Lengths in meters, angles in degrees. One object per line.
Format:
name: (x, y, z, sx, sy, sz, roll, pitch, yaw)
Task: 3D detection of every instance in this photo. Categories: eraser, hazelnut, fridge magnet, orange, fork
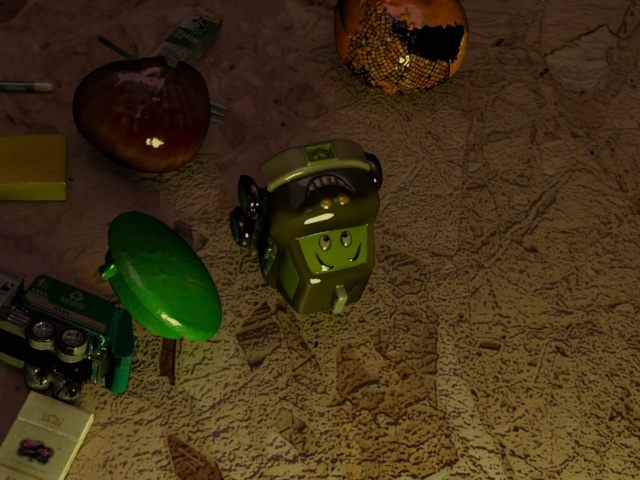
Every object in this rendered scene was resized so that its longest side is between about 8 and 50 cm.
eraser: (-0.435, -0.108, 1.703, 0.122, 0.045, 0.097, 0, 56, -10)
hazelnut: (-0.263, -0.191, 1.711, 0.204, 0.178, 0.178, 16, 54, -12)
fridge magnet: (-0.213, 0.051, 1.562, 0.088, 0.208, 0.208, -39, 61, 17)
orange: (0.133, -0.349, 1.894, 0.234, 0.182, 0.234, 13, 46, -14)
fork: (-0.247, -0.251, 1.803, 0.235, 0.021, 0.039, 31, 56, -22)

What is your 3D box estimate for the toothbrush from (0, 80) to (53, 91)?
toothbrush: (-0.547, -0.244, 1.795, 0.257, 0.018, 0.024, 1, 58, -9)

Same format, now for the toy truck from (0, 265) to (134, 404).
toy truck: (-0.363, 0.121, 1.521, 0.253, 0.114, 0.124, 23, 42, 6)

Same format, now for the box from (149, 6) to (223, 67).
box: (-0.234, -0.298, 1.872, 0.050, 0.041, 0.207, 30, 57, 9)

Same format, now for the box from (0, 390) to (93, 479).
box: (-0.362, 0.277, 1.461, 0.090, 0.024, 0.167, 19, 56, 4)

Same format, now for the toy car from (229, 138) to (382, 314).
toy car: (0.000, 0.000, 1.583, 0.204, 0.248, 0.198, -12, 63, -17)
